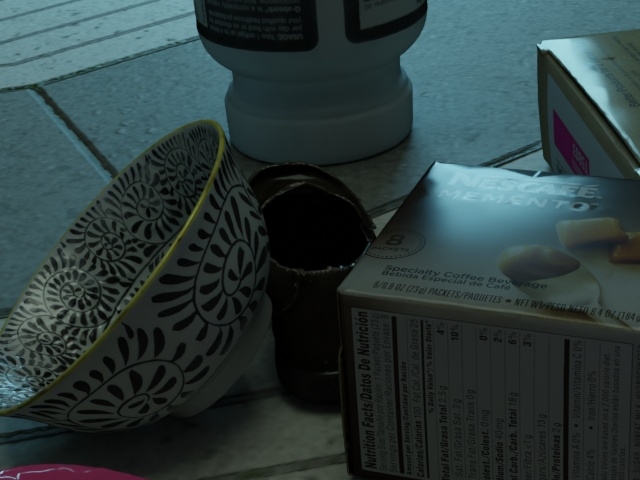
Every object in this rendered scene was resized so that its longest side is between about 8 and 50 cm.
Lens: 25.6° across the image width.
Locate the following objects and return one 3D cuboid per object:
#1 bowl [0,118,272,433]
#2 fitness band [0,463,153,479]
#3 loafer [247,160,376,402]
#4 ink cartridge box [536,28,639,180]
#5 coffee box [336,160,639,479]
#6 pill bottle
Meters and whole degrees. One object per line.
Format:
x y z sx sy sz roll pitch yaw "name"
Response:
-0.076 0.033 0.667 0.170 0.080 0.170 -41 23 21 "bowl"
-0.027 0.160 0.341 0.209 0.054 0.291 25 19 -19 "fitness band"
0.000 0.000 0.752 0.080 0.078 0.220 -9 26 -9 "loafer"
0.245 -0.053 0.808 0.193 0.088 0.234 -7 27 -2 "ink cartridge box"
0.147 0.045 0.612 0.247 0.098 0.141 7 28 22 "coffee box"
-0.010 -0.202 0.940 0.162 0.278 0.162 -3 26 2 "pill bottle"
